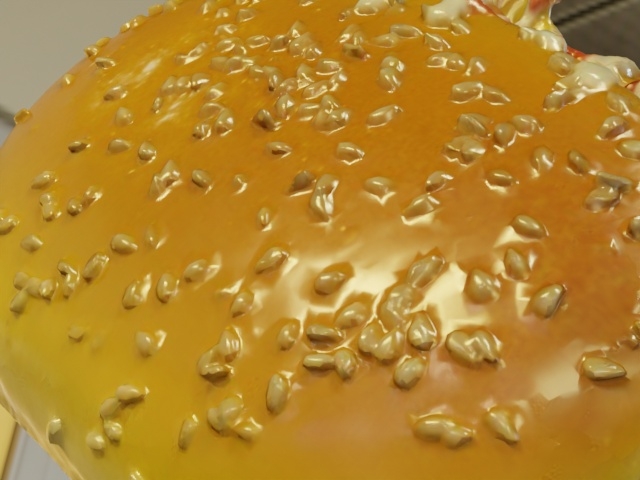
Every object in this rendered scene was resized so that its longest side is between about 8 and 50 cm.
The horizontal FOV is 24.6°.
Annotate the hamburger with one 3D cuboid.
[{"bbox_3d":[0.009,0.008,0.471,0.295,0.227,0.151,34,-32,40],"label":"hamburger"}]
